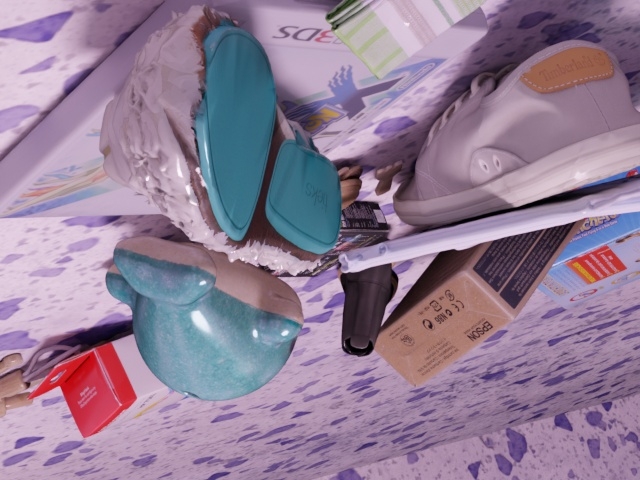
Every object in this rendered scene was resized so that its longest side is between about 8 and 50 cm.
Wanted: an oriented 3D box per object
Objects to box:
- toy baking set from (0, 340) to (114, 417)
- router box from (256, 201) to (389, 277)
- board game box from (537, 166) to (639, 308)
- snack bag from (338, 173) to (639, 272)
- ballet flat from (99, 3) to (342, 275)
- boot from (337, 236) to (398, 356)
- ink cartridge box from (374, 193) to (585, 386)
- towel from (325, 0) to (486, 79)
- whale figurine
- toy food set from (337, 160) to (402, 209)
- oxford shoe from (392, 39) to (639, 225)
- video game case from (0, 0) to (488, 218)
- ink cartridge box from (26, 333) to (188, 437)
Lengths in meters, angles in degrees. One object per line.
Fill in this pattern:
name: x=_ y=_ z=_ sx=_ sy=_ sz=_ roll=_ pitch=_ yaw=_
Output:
toy baking set: x=-0.376 y=0.174 z=1.729 sx=0.256 sy=0.030 sz=0.197 roll=-7 pitch=159 yaw=-37
router box: x=0.000 y=0.000 z=1.599 sx=0.122 sy=0.038 sz=0.092 roll=-32 pitch=160 yaw=35
board game box: x=0.423 y=-0.023 z=1.937 sx=0.302 sy=0.086 sz=0.308 roll=-24 pitch=163 yaw=14
snack bag: x=0.239 y=-0.027 z=1.435 sx=0.323 sy=0.037 sz=0.342 roll=-13 pitch=-179 yaw=45
ballet flat: x=-0.086 y=-0.054 z=1.063 sx=0.147 sy=0.147 sz=0.409 roll=-22 pitch=162 yaw=6
boot: x=0.048 y=0.090 z=1.745 sx=0.076 sy=0.137 sz=0.198 roll=6 pitch=159 yaw=8
ink cartridge box: x=0.185 y=0.050 z=1.741 sx=0.193 sy=0.088 sz=0.234 roll=-48 pitch=-178 yaw=-36
towel: x=0.086 y=-0.181 z=1.068 sx=0.152 sy=0.023 sz=0.113 roll=-37 pitch=153 yaw=9
whale figurine: x=-0.125 y=0.079 z=1.453 sx=0.216 sy=0.141 sz=0.272 roll=14 pitch=168 yaw=16
toy food set: x=-0.016 y=-0.042 z=1.467 sx=0.192 sy=0.038 sz=0.132 roll=-24 pitch=171 yaw=-7
oxford shoe: x=0.176 y=-0.095 z=1.375 sx=0.169 sy=0.130 sz=0.449 roll=-20 pitch=179 yaw=-15
video game case: x=-0.072 y=-0.106 z=1.180 sx=0.300 sy=0.036 sz=0.329 roll=-3 pitch=157 yaw=-45
ink cartridge box: x=-0.220 y=0.163 z=1.743 sx=0.231 sy=0.078 sz=0.134 roll=-19 pitch=166 yaw=-34
